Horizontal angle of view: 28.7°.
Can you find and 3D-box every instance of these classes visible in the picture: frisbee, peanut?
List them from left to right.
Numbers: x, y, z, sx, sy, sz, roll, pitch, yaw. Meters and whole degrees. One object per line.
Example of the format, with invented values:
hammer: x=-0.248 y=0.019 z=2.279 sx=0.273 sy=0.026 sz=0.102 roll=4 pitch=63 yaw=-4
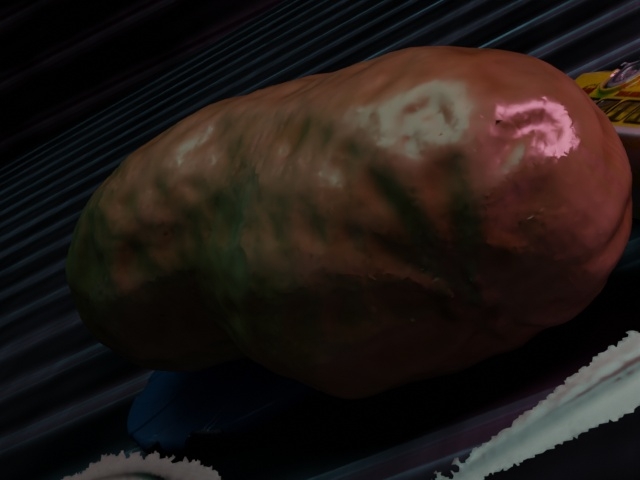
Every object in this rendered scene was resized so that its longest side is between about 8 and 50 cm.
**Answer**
frisbee: x=-0.040 y=0.062 z=0.889 sx=0.242 sy=0.045 sz=0.242 roll=-28 pitch=17 yaw=9
peanut: x=0.000 y=0.000 z=0.728 sx=0.387 sy=0.169 sz=0.192 roll=-9 pitch=57 yaw=41

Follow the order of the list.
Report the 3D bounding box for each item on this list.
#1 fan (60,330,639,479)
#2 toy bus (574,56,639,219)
fan: x=-0.039 y=0.154 z=0.516 sx=0.414 sy=0.012 sz=0.233 roll=-29 pitch=41 yaw=10
toy bus: x=0.198 y=-0.058 z=0.716 sx=0.074 sy=0.081 sz=0.226 roll=-36 pitch=16 yaw=-6
